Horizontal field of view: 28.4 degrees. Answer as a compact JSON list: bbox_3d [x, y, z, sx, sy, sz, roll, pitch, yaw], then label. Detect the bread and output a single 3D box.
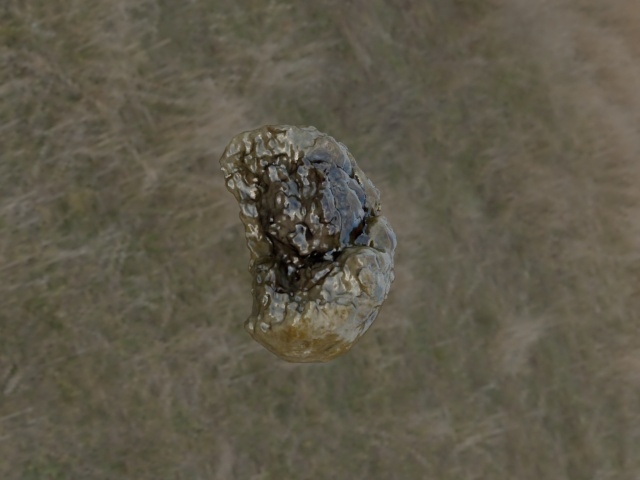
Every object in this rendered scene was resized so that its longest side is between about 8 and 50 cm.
[{"bbox_3d":[0.000,0.000,0.582,0.082,0.060,0.113,18,53,-55],"label":"bread"}]
